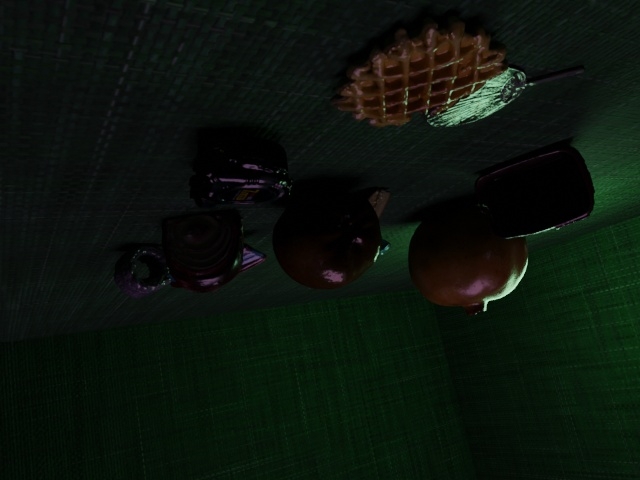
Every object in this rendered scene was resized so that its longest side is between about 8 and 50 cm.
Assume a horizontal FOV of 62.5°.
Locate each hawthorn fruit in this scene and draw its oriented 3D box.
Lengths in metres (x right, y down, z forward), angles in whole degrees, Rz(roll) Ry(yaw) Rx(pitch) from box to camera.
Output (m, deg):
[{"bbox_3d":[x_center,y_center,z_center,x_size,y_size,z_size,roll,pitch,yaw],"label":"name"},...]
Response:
[{"bbox_3d":[0.000,0.000,1.384,0.268,0.267,0.301,-4,165,-31],"label":"hawthorn fruit"}]

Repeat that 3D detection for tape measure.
[{"bbox_3d":[-0.152,-0.132,1.019,0.186,0.112,0.199,1,169,-20],"label":"tape measure"}]

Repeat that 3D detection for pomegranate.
[{"bbox_3d":[0.513,0.070,1.859,0.417,0.416,0.416,-11,167,-3],"label":"pomegranate"}]

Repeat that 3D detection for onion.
[{"bbox_3d":[-0.310,0.044,1.427,0.216,0.206,0.206,-4,163,-7],"label":"onion"}]

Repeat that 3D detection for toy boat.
[{"bbox_3d":[-0.348,0.073,1.702,0.392,0.136,0.079,-14,136,31],"label":"toy boat"},{"bbox_3d":[0.196,0.034,2.090,0.186,0.075,0.077,-13,165,-14],"label":"toy boat"}]

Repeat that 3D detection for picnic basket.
[{"bbox_3d":[0.610,-0.136,1.495,0.297,0.222,0.129,-19,-178,31],"label":"picnic basket"}]

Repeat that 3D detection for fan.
[{"bbox_3d":[0.318,-0.288,0.988,0.294,0.012,0.223,-21,162,34],"label":"fan"}]

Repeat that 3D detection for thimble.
[{"bbox_3d":[-0.519,0.090,1.543,0.098,0.150,0.150,-23,163,38],"label":"thimble"}]

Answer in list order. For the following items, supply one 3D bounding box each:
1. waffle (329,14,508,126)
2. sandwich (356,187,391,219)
[{"bbox_3d":[0.155,-0.259,0.855,0.250,0.056,0.261,1,162,-36],"label":"waffle"},{"bbox_3d":[0.092,-0.072,1.524,0.244,0.088,0.090,-22,160,39],"label":"sandwich"}]
